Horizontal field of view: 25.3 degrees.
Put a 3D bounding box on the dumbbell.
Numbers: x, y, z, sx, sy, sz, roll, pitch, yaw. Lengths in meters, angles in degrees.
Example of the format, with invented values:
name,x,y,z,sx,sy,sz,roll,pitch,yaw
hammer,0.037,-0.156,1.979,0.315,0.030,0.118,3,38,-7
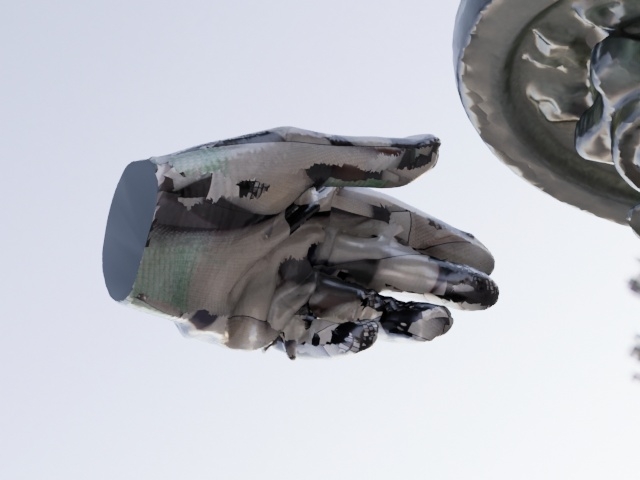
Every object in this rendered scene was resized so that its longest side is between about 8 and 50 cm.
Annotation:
name,x,y,z,sx,sy,sz,roll,pitch,yaw
dumbbell,0.163,-0.173,0.564,0.179,0.179,0.406,62,-143,-52

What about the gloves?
name,x,y,z,sx,sy,sz,roll,pitch,yaw
gloves,-0.005,0.003,0.791,0.212,0.111,0.127,9,-104,-30
